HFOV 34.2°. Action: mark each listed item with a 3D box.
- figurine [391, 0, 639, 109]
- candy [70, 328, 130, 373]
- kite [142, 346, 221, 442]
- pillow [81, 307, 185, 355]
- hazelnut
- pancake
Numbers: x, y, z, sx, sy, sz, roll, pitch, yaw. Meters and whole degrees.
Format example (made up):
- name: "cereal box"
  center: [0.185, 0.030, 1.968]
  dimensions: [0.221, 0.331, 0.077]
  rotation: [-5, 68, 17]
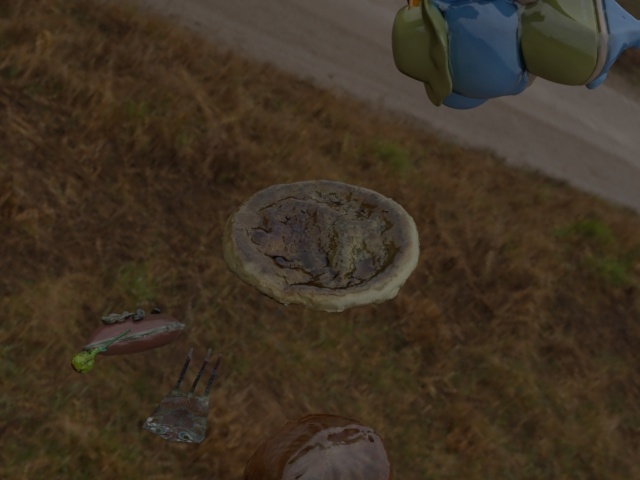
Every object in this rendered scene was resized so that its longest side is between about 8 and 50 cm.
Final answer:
- name: "figurine"
  center: [0.208, -0.215, 1.151]
  dimensions: [0.262, 0.180, 0.153]
  rotation: [10, 79, -6]
- name: "candy"
  center: [-0.360, 0.180, 1.720]
  dimensions: [0.035, 0.123, 0.035]
  rotation: [58, 10, 9]
- name: "kite"
  center: [-0.264, 0.306, 2.049]
  dimensions: [0.127, 0.229, 0.016]
  rotation: [12, 24, -19]
- name: "pillow"
  center: [-0.327, 0.160, 1.842]
  dimensions: [0.179, 0.171, 0.075]
  rotation: [145, -65, -85]
- name: "hazelnut"
  center: [-0.001, 0.239, 1.010]
  dimensions: [0.150, 0.150, 0.150]
  rotation: [33, 30, -23]
- name: "pancake"
  center: [0.000, 0.002, 1.800]
  dimensions: [0.356, 0.065, 0.356]
  rotation: [1, 42, -1]
